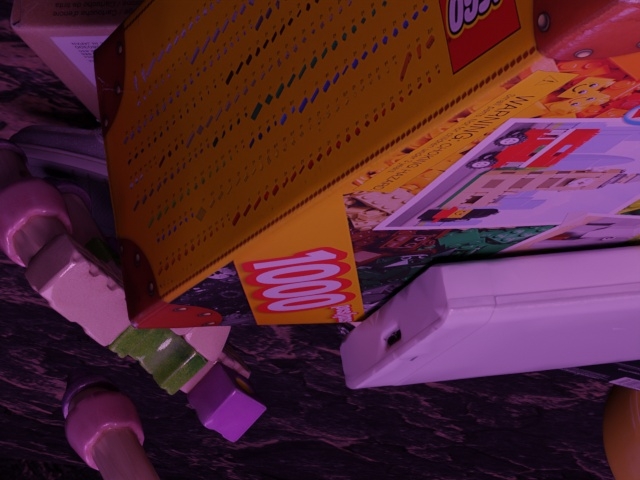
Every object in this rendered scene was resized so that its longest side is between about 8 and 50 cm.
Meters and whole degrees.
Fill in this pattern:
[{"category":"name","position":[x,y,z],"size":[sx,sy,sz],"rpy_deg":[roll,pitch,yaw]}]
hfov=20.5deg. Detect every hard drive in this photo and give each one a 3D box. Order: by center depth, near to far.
[{"category":"hard drive","position":[0.188,0.044,1.135],"size":[0.307,0.040,0.203],"rpy_deg":[-4,165,-18]}]

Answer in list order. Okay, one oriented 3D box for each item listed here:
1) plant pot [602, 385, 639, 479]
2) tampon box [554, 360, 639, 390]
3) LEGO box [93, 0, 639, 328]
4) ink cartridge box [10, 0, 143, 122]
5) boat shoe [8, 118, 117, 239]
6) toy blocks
[{"category":"plant pot","position":[0.456,0.171,1.843],"size":[0.254,0.254,0.239],"rpy_deg":[12,145,-12]},{"category":"tampon box","position":[0.283,0.043,1.619],"size":[0.120,0.161,0.101],"rpy_deg":[15,160,-18]},{"category":"LEGO box","position":[0.143,-0.107,0.996],"size":[0.372,0.193,0.500],"rpy_deg":[0,163,-30]},{"category":"ink cartridge box","position":[-0.080,-0.152,1.302],"size":[0.235,0.088,0.193],"rpy_deg":[0,159,17]},{"category":"boat shoe","position":[-0.130,-0.055,1.600],"size":[0.320,0.103,0.118],"rpy_deg":[9,146,1]},{"category":"toy blocks","position":[-0.166,0.014,1.461],"size":[0.288,0.309,0.260],"rpy_deg":[42,-174,-41]}]
